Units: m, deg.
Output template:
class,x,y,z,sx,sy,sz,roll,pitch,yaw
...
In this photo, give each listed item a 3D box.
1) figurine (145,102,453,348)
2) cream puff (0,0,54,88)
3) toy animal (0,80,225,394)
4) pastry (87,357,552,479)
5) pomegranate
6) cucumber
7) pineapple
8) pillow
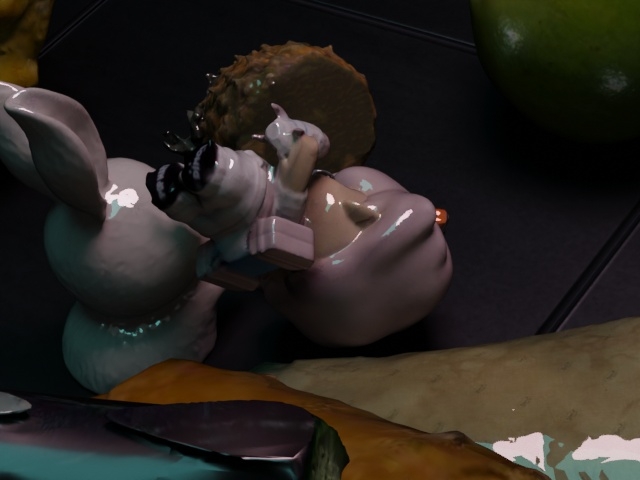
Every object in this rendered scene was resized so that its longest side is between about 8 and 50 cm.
class,x,y,z,sx,sy,sz,roll,pitch,yaw
figurine,0.000,0.000,1.054,0.137,0.229,0.112,-29,52,33
cream puff,-0.291,-0.187,1.264,0.185,0.282,0.282,1,37,-22
toy animal,-0.125,-0.025,1.084,0.131,0.221,0.104,-28,40,-17
pastry,-0.056,0.232,0.751,0.409,0.245,0.409,-12,31,7
pomegranate,0.197,-0.155,1.215,0.190,0.159,0.241,27,28,21
cucumber,-0.089,0.095,0.681,0.193,0.086,0.115,1,30,11
pineapple,-0.040,-0.073,1.181,0.108,0.108,0.197,-32,11,-22
pillow,0.087,0.106,0.991,0.302,0.075,0.185,-7,30,7
